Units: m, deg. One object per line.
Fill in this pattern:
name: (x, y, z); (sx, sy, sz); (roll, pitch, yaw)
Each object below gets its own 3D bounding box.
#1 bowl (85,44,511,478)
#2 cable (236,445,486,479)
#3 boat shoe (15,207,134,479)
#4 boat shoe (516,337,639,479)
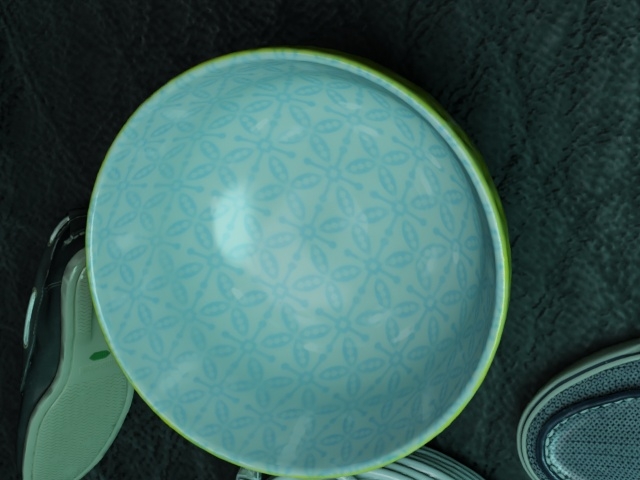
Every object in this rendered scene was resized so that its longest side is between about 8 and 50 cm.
bowl: (0.000, 0.000, 1.235); (0.289, 0.156, 0.290); (4, 106, 15)
cable: (0.042, 0.272, 1.336); (0.257, 0.089, 0.257); (22, 111, 9)
boat shoe: (-0.189, 0.088, 1.374); (0.079, 0.084, 0.233); (43, 128, 44)
boat shoe: (0.284, 0.135, 1.183); (0.340, 0.158, 0.127); (-10, 102, 19)
